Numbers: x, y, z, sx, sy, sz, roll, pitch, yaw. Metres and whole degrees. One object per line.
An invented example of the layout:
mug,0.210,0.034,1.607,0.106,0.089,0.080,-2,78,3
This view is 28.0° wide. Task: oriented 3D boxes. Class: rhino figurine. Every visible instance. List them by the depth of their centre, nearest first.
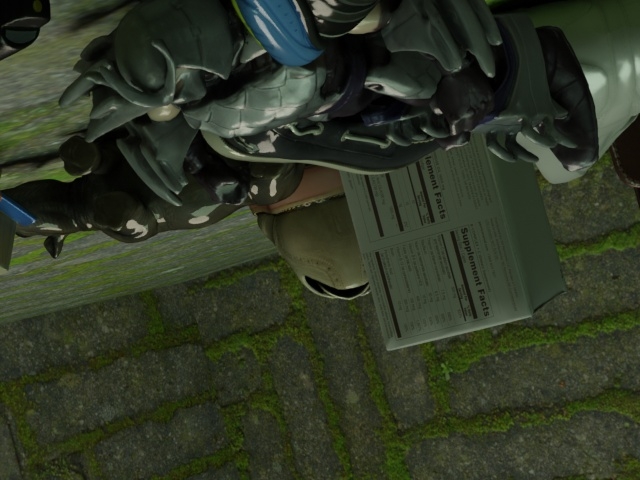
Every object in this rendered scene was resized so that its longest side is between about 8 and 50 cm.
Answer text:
rhino figurine,-0.119,-0.035,0.821,0.243,0.073,0.106,-15,175,15

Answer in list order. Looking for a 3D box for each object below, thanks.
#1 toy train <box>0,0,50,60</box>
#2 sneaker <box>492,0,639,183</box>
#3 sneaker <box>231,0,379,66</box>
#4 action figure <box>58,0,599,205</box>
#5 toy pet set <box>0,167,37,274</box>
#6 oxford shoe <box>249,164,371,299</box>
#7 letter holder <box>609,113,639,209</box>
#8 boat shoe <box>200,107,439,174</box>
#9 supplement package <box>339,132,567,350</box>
toy train,-0.150,-0.060,0.450,0.158,0.036,0.027,-17,177,35
sneaker,0.217,-0.109,0.850,0.169,0.108,0.292,-13,177,16
sneaker,-0.002,-0.100,0.348,0.078,0.067,0.188,-37,175,2
action figure,0.013,-0.071,0.565,0.185,0.099,0.285,-6,180,38
toy pet set,-0.217,-0.030,0.734,0.122,0.065,0.114,-20,141,28
oxford shoe,0.000,0.000,1.458,0.141,0.146,0.397,-16,178,2
letter holder,0.390,-0.094,1.010,0.302,0.214,0.152,-16,178,22
boat shoe,0.027,-0.078,0.733,0.206,0.075,0.065,-7,175,-43
supplement package,0.140,-0.017,1.295,0.145,0.204,0.262,-15,178,17
